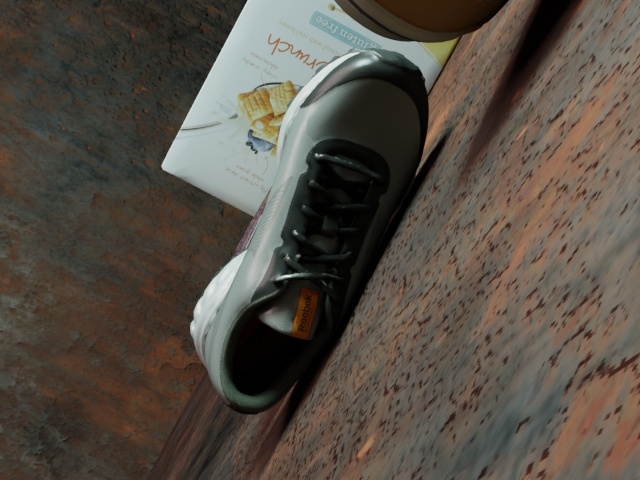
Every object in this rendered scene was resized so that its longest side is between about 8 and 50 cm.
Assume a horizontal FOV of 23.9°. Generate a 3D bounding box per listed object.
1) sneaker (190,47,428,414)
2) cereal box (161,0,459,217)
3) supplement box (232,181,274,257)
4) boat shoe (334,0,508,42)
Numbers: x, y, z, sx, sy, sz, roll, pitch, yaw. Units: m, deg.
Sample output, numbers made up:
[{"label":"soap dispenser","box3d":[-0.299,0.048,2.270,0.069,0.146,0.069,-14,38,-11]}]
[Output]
[{"label":"sneaker","box3d":[0.000,0.000,1.009,0.108,0.100,0.271,-107,40,-65]},{"label":"cereal box","box3d":[-0.006,-0.127,1.285,0.240,0.173,0.047,-62,5,13]},{"label":"supplement box","box3d":[-0.023,0.015,1.181,0.104,0.081,0.188,-60,4,16]},{"label":"boat shoe","box3d":[0.137,-0.339,0.875,0.156,0.187,0.500,-20,43,54]}]
